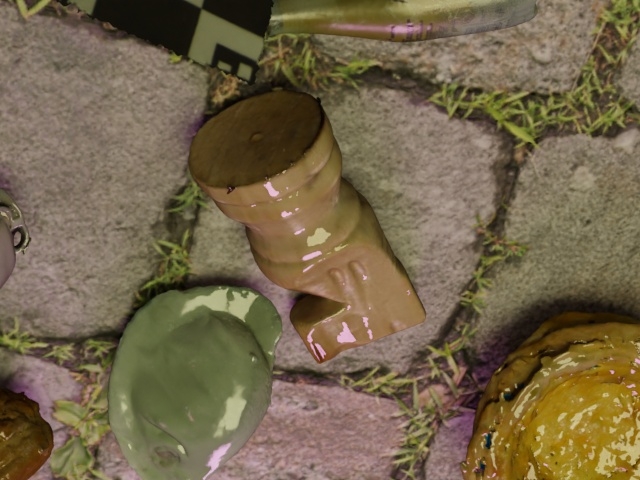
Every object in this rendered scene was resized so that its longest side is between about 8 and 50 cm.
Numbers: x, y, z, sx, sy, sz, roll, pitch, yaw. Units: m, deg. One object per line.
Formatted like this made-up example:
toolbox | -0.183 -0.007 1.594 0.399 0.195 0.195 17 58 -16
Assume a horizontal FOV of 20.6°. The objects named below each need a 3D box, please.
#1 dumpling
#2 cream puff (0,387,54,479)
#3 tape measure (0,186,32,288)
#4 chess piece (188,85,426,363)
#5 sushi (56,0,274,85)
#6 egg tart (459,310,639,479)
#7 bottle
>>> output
dumpling | -0.118 0.140 1.706 0.219 0.153 0.108 -60 159 2
cream puff | -0.327 0.195 1.661 0.144 0.126 0.103 -36 104 -4
tape measure | -0.385 0.030 1.566 0.197 0.120 0.236 29 103 -23
chess piece | 0.000 0.000 1.655 0.137 0.137 0.301 -30 131 3
sushi | -0.204 -0.314 1.428 0.373 0.100 0.296 20 73 -25
egg tart | 0.271 0.196 1.820 0.291 0.107 0.291 -6 114 -13
bottle | 0.058 -0.216 1.566 0.270 0.083 0.083 -7 118 -5
